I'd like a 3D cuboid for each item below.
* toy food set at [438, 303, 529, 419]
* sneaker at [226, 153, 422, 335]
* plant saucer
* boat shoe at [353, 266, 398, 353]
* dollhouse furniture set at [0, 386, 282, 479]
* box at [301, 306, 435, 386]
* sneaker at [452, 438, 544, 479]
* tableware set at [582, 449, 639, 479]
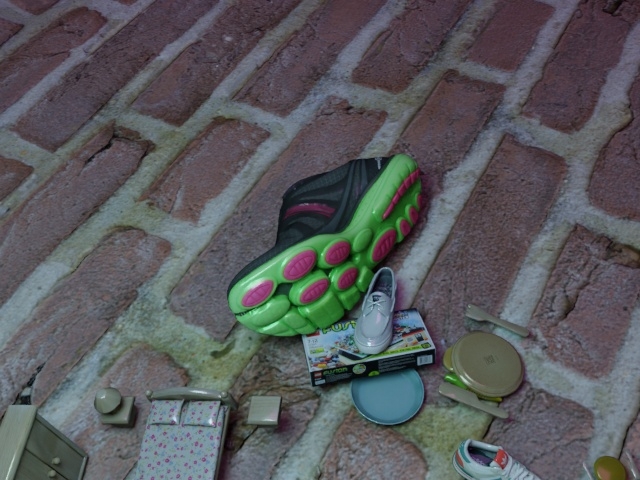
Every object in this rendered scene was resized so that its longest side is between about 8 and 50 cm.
[{"bbox_3d":[0.272,0.206,1.156,0.133,0.038,0.192,23,51,10],"label":"toy food set"},{"bbox_3d":[0.000,0.000,1.247,0.202,0.185,0.483,13,39,37],"label":"sneaker"},{"bbox_3d":[0.108,0.248,1.133,0.120,0.021,0.119,-1,52,1],"label":"plant saucer"},{"bbox_3d":[0.098,0.112,1.160,0.066,0.063,0.184,7,35,20],"label":"boat shoe"},{"bbox_3d":[-0.256,0.329,0.954,0.356,0.173,0.303,-4,52,12],"label":"dollhouse furniture set"},{"bbox_3d":[0.076,0.176,1.160,0.207,0.036,0.114,-10,33,-6],"label":"box"},{"bbox_3d":[0.272,0.343,1.017,0.161,0.075,0.057,25,57,21],"label":"sneaker"},{"bbox_3d":[0.472,0.364,1.029,0.154,0.024,0.103,-10,55,-7],"label":"tableware set"}]
